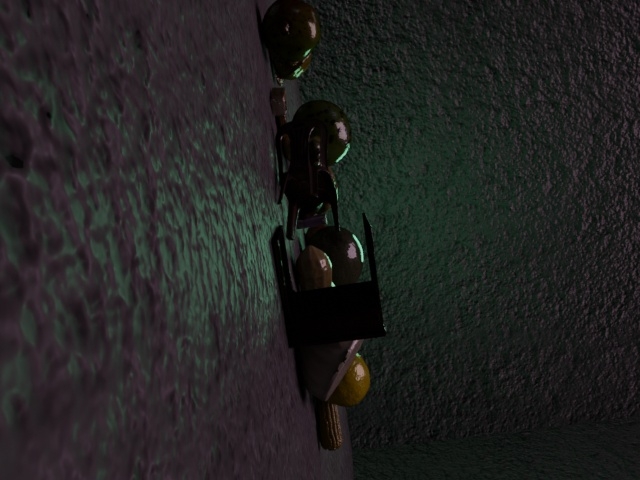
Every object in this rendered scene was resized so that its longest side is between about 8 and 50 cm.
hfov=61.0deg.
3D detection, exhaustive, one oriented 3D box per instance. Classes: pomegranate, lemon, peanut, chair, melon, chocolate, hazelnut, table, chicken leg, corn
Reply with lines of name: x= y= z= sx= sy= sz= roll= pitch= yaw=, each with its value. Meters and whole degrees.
pomegranate: x=-0.076 y=-0.687 z=1.775 sx=0.198 sy=0.246 sz=0.198 roll=19 pitch=-63 yaw=42
lemon: x=0.069 y=0.438 z=1.748 sx=0.181 sy=0.180 sz=0.193 roll=-95 pitch=-178 yaw=-45
peanut: x=-0.009 y=0.150 z=1.798 sx=0.149 sy=0.149 sz=0.313 roll=-94 pitch=175 yaw=-58
chair: x=-0.044 y=-0.193 z=1.657 sx=0.183 sy=0.175 sz=0.327 roll=64 pitch=22 yaw=-50
melon: x=0.053 y=0.079 z=2.167 sx=0.302 sy=0.237 sz=0.238 roll=83 pitch=1 yaw=-54
pomegranate: x=-0.014 y=-0.379 z=1.931 sx=0.306 sy=0.242 sz=0.243 roll=-25 pitch=108 yaw=-70
chocolate: x=-0.053 y=-0.146 z=2.018 sx=0.080 sy=0.125 sz=0.149 roll=110 pitch=-27 yaw=-59
hazelnut: x=0.000 y=0.000 z=2.415 sx=0.150 sy=0.150 sz=0.150 roll=-8 pitch=90 yaw=-87
table: x=0.024 y=0.097 z=1.410 sx=0.196 sy=0.250 sz=0.282 roll=-82 pitch=165 yaw=-76
chicken leg: x=-0.130 y=-0.759 z=2.050 sx=0.201 sy=0.152 sz=0.429 roll=102 pitch=-20 yaw=-44
corn: x=0.020 y=0.575 z=1.801 sx=0.080 sy=0.080 sz=0.231 roll=76 pitch=2 yaw=-65

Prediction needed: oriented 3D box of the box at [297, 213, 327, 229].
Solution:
box: x=-0.034 y=-0.073 z=2.072 sx=0.051 sy=0.117 sz=0.036 roll=-95 pitch=174 yaw=-77

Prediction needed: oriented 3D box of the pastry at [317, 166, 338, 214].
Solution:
pastry: x=-0.009 y=-0.230 z=2.259 sx=0.257 sy=0.120 sz=0.236 roll=-22 pitch=-89 yaw=65

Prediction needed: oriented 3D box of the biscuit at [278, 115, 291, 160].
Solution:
biscuit: x=-0.123 y=-0.365 z=1.914 sx=0.250 sy=0.035 sz=0.163 roll=79 pitch=5 yaw=-56

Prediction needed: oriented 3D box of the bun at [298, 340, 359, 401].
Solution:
bun: x=0.010 y=0.309 z=1.559 sx=0.263 sy=0.175 sz=0.263 roll=-54 pitch=165 yaw=-22

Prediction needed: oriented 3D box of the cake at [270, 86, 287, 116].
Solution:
cake: x=-0.136 y=-0.469 z=1.764 sx=0.065 sy=0.052 sz=0.121 roll=74 pitch=9 yaw=-56
